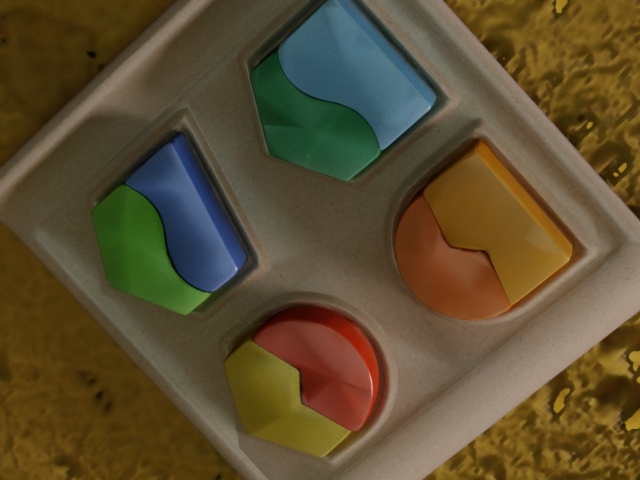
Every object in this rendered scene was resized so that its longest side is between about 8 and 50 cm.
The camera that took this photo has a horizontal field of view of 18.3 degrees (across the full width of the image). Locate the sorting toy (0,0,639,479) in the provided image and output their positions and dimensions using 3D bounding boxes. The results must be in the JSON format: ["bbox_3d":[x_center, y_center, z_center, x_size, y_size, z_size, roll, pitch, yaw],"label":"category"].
[{"bbox_3d":[0.000,0.000,0.762,0.193,0.038,0.208,-41,100,20],"label":"sorting toy"}]
